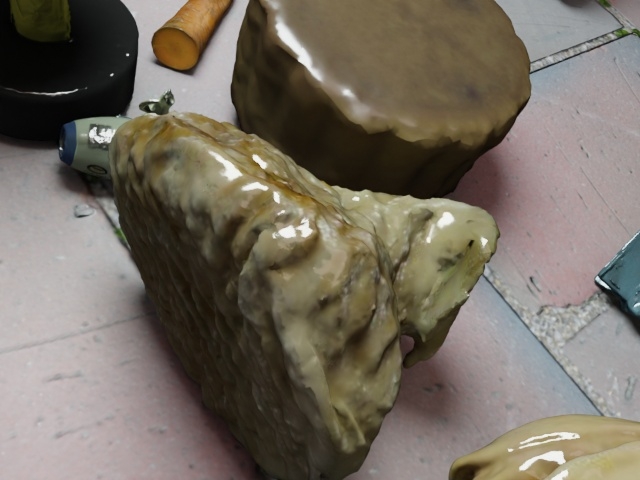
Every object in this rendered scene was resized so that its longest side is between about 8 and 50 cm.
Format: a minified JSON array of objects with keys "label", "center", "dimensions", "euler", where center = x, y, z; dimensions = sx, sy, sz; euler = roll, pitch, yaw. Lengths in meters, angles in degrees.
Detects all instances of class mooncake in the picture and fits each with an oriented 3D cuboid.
[{"label":"mooncake","center":[0.058,-0.186,0.752],"dimensions":[0.324,0.187,0.323],"euler":[10,56,-15]}]

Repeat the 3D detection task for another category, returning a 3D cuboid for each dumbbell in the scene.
[{"label":"dumbbell","center":[-0.258,-0.265,0.598],"dimensions":[0.204,0.322,0.203],"euler":[10,54,-14]}]

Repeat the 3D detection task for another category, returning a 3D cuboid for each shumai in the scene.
[{"label":"shumai","center":[0.000,0.000,0.547],"dimensions":[0.262,0.267,0.314],"euler":[-29,77,-31]}]

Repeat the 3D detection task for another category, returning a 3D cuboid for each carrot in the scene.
[{"label":"carrot","center":[-0.141,-0.295,0.843],"dimensions":[0.057,0.057,0.224],"euler":[24,46,-4]}]

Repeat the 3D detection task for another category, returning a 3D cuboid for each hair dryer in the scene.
[{"label":"hair dryer","center":[-0.134,-0.099,0.633],"dimensions":[0.167,0.199,0.067],"euler":[4,79,-46]}]

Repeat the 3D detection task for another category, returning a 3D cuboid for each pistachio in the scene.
[{"label":"pistachio","center":[0.254,0.237,0.553],"dimensions":[0.293,0.181,0.162],"euler":[11,17,-17]}]

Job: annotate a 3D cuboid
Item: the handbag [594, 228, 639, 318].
[{"label":"handbag","center":[0.453,0.067,0.760],"dimensions":[0.229,0.062,0.179],"euler":[42,94,14]}]
